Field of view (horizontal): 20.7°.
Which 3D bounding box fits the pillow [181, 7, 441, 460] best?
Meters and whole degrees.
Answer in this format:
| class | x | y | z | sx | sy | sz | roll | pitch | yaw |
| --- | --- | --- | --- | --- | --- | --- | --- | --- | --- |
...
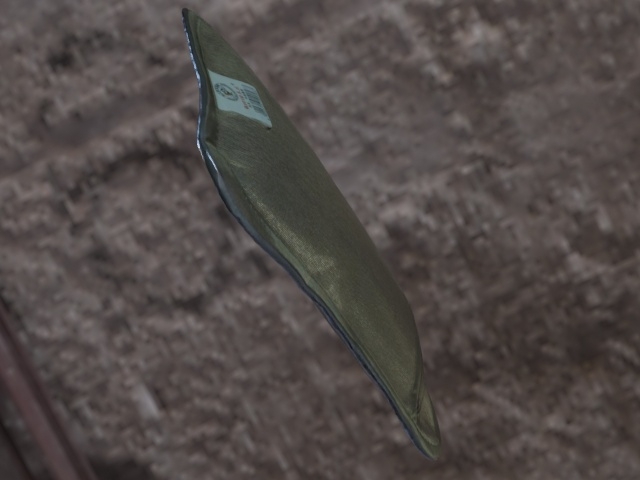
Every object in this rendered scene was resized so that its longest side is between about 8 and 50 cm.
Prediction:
| class | x | y | z | sx | sy | sz | roll | pitch | yaw |
| --- | --- | --- | --- | --- | --- | --- | --- | --- | --- |
| pillow | -0.001 | 0.000 | 0.761 | 0.033 | 0.217 | 0.130 | -26 | 43 | 12 |
